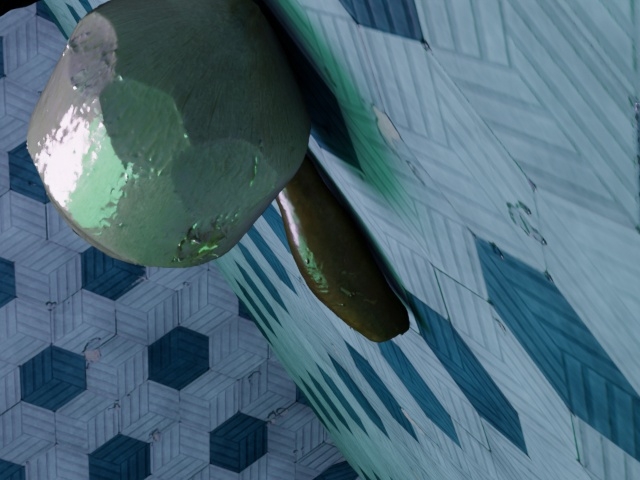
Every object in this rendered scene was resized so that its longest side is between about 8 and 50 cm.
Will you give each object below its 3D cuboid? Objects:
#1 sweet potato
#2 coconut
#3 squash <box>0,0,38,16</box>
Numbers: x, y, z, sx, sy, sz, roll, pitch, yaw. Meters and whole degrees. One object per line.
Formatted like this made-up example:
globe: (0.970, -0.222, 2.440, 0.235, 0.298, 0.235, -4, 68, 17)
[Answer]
sweet potato: (0.000, 0.000, 1.201, 0.243, 0.077, 0.077, 56, 172, -15)
coconut: (-0.116, -0.101, 0.998, 0.224, 0.224, 0.234, 54, 132, 6)
squash: (-0.165, -0.215, 0.648, 0.165, 0.252, 0.252, 50, 173, -10)
